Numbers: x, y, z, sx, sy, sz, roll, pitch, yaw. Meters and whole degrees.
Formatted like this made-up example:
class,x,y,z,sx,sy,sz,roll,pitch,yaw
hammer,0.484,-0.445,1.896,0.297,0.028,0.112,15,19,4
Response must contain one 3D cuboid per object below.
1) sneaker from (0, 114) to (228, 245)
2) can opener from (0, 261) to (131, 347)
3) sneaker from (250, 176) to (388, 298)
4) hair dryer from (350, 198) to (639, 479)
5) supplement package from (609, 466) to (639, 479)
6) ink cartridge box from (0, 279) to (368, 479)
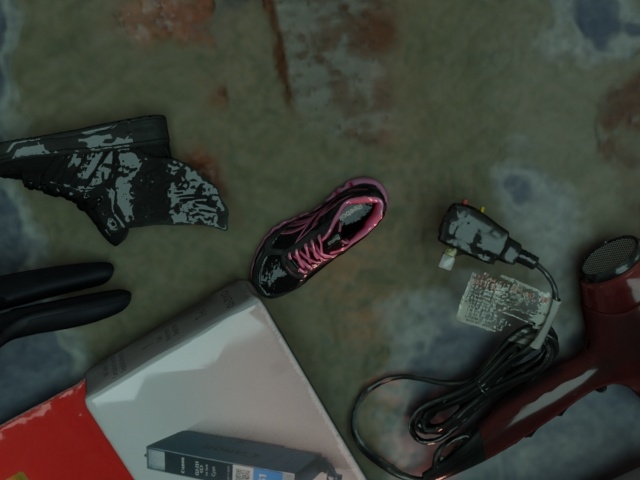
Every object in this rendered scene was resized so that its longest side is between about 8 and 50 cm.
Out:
class,x,y,z,sx,sy,sz,roll,pitch,yaw
sneaker,-0.154,-0.035,0.893,0.170,0.051,0.089,-12,96,-10
can opener,-0.202,0.045,0.855,0.073,0.186,0.059,-40,79,40
sneaker,0.000,0.000,0.920,0.119,0.057,0.047,-40,104,1
hair dryer,0.186,0.095,0.969,0.293,0.080,0.224,17,114,-6
supplement package,0.251,0.343,0.934,0.177,0.175,0.293,-28,103,14
ink cartridge box,-0.089,0.218,0.930,0.261,0.066,0.296,-31,106,-3
